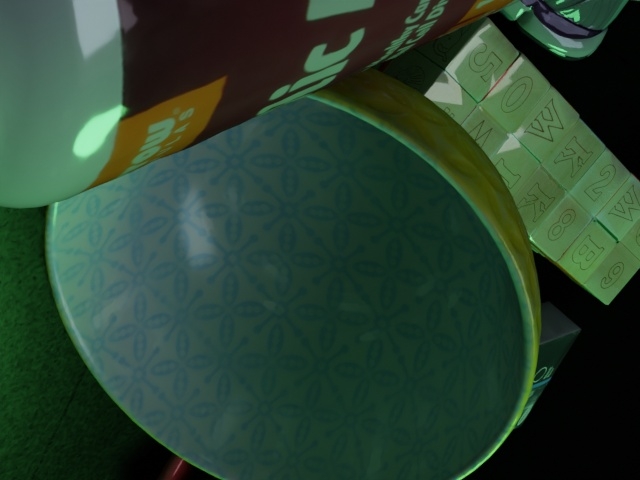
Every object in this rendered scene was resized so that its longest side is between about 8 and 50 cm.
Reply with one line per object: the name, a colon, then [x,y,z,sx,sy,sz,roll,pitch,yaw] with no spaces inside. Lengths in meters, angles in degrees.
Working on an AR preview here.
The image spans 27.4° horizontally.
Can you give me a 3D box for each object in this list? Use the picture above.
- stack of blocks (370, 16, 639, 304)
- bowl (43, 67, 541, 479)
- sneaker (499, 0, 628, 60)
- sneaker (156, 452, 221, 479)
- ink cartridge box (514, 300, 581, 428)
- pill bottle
stack of blocks: [0.121,-0.084,0.972,0.087,0.171,0.297,-50,134,4]
bowl: [0.000,0.000,0.783,0.156,0.289,0.289,-59,170,-52]
sneaker: [0.109,-0.205,0.809,0.224,0.083,0.098,27,123,-25]
sneaker: [-0.031,0.158,1.136,0.314,0.116,0.136,-49,151,3]
ink cartridge box: [0.155,0.173,1.476,0.333,0.065,0.165,-11,136,-47]
pill bottle: [-0.083,-0.147,0.546,0.392,0.224,0.224,-28,147,-33]
